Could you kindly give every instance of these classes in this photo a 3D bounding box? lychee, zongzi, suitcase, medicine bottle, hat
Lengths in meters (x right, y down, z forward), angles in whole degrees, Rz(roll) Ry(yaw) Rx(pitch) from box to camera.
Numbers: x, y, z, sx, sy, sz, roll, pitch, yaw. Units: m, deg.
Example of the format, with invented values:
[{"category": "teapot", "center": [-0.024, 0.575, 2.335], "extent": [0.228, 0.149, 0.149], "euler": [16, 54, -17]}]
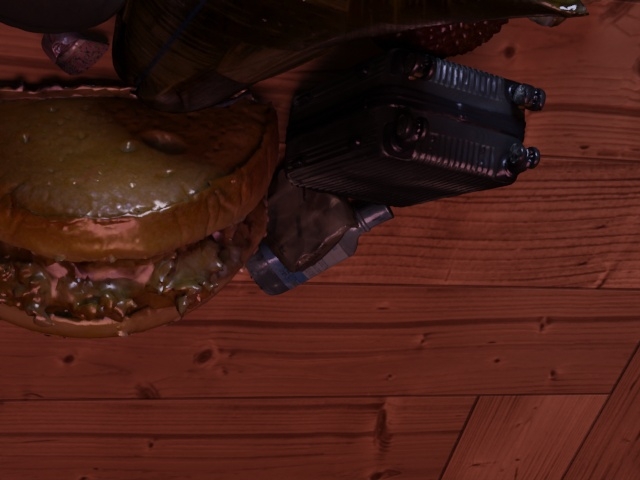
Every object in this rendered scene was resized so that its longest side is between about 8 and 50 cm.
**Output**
[{"category": "lychee", "center": [0.128, -0.284, 1.283], "extent": [0.194, 0.194, 0.194], "euler": [-8, 134, -9]}, {"category": "zongzi", "center": [0.002, -0.214, 1.171], "extent": [0.208, 0.432, 0.403], "euler": [-36, 161, -50]}, {"category": "suitcase", "center": [0.099, -0.125, 1.354], "extent": [0.202, 0.128, 0.312], "euler": [11, 169, -25]}, {"category": "medicine bottle", "center": [0.000, 0.000, 1.591], "extent": [0.208, 0.053, 0.090], "euler": [-29, 132, 9]}, {"category": "hat", "center": [-0.282, -0.222, 1.320], "extent": [0.058, 0.042, 0.087], "euler": [-39, 164, 24]}]

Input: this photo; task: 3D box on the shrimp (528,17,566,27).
[{"category": "shrimp", "center": [0.212, -0.377, 1.192], "extent": [0.071, 0.233, 0.365], "euler": [0, 143, 28]}]

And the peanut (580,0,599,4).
[{"category": "peanut", "center": [0.295, -0.307, 1.392], "extent": [0.113, 0.054, 0.054], "euler": [2, 131, -14]}]

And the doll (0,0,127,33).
[{"category": "doll", "center": [-0.293, -0.385, 0.941], "extent": [0.382, 0.378, 0.252], "euler": [8, 154, 1]}]

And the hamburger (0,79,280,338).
[{"category": "hamburger", "center": [-0.259, -0.008, 1.356], "extent": [0.445, 0.287, 0.268], "euler": [-1, 134, -12]}]

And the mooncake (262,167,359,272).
[{"category": "mooncake", "center": [-0.024, -0.034, 1.516], "extent": [0.130, 0.125, 0.073], "euler": [-38, 165, 20]}]
